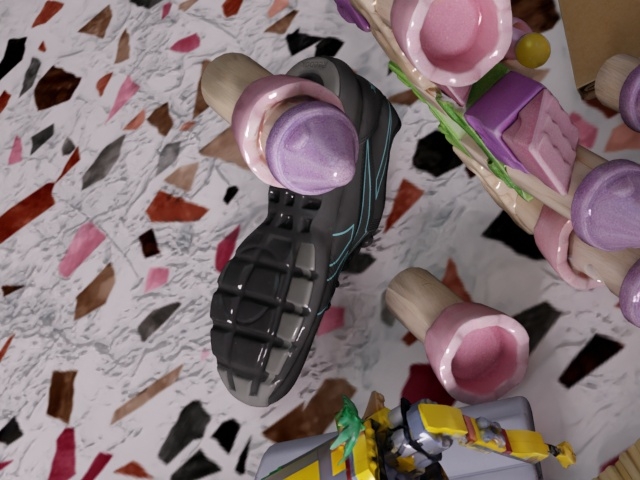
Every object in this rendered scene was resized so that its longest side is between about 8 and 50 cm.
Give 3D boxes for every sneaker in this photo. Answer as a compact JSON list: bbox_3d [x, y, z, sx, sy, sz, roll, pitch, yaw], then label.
[{"bbox_3d":[0.000,0.000,1.108,0.101,0.106,0.267,14,87,41],"label":"sneaker"}]

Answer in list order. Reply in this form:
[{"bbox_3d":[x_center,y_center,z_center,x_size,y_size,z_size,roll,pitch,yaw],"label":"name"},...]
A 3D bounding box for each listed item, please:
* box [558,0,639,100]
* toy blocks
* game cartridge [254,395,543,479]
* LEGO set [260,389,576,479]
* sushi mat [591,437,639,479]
[{"bbox_3d":[0.258,-0.211,1.120,0.164,0.021,0.201,-24,44,23],"label":"box"},{"bbox_3d":[0.138,-0.071,0.891,0.309,0.288,0.260,-43,30,-2],"label":"toy blocks"},{"bbox_3d":[0.045,0.232,0.852,0.198,0.062,0.297,-10,47,7],"label":"game cartridge"},{"bbox_3d":[0.137,0.190,0.618,0.192,0.331,0.255,-33,31,26],"label":"LEGO set"},{"bbox_3d":[0.264,0.194,0.762,0.151,0.019,0.316,-38,39,10],"label":"sushi mat"}]
